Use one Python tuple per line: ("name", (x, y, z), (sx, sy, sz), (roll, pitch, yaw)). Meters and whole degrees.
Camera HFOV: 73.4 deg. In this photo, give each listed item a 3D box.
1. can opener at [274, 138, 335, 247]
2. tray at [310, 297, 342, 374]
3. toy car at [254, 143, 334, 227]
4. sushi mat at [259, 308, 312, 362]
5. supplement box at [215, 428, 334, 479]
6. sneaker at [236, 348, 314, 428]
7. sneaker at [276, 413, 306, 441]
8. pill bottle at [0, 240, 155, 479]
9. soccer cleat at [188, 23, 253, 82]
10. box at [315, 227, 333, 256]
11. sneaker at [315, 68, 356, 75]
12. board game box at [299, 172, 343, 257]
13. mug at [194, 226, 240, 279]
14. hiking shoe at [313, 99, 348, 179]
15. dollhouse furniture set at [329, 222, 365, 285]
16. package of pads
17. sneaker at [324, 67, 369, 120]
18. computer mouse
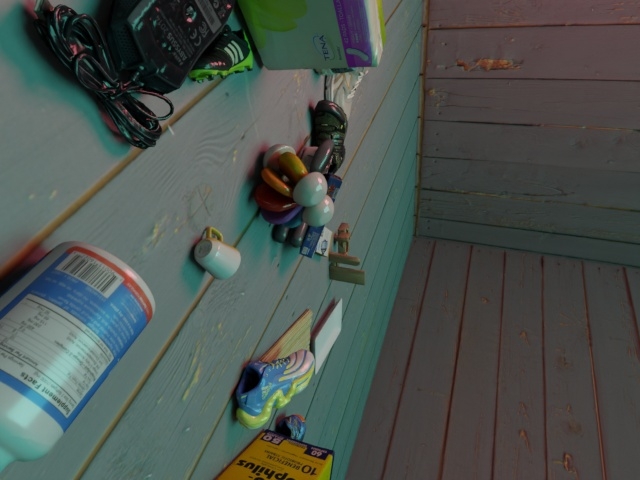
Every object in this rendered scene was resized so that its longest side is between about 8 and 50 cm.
("can opener", (-0.039, -0.120, 1.024), (0.093, 0.074, 0.280), (97, 11, -70))
("tray", (0.019, 0.318, 1.471), (0.270, 0.030, 0.145), (-47, 141, -59))
("toy car", (-0.067, -0.094, 0.888), (0.136, 0.159, 0.182), (-39, 150, -10))
("sushi mat", (-0.090, 0.316, 1.167), (0.316, 0.019, 0.151), (-37, 134, -65))
("supplement box", (-0.122, 0.596, 0.921), (0.356, 0.194, 0.195), (-7, 106, -71))
("sneaker", (-0.099, 0.307, 0.977), (0.240, 0.091, 0.126), (-42, 133, -43))
("sneaker", (-0.108, 0.585, 1.169), (0.087, 0.083, 0.221), (45, 50, -51))
("pill bottle", (-0.265, 0.115, 0.390), (0.124, 0.124, 0.221), (81, 26, -42))
("soccer cleat", (-0.155, -0.283, 0.649), (0.179, 0.060, 0.072), (-62, 145, -59))
("box", (0.000, 0.000, 1.273), (0.136, 0.028, 0.081), (29, 71, -68))
("sneaker", (0.051, -0.542, 1.019), (0.110, 0.122, 0.282), (-57, 150, -52))
("board game box", (0.000, -0.067, 1.076), (0.136, 0.035, 0.201), (-92, -157, -77))
("mug", (-0.181, 0.022, 0.721), (0.062, 0.078, 0.064), (-46, 146, -2))
("hiking shoe", (0.023, -0.255, 1.128), (0.226, 0.086, 0.114), (76, 26, -51))
("dollhouse furniture set", (0.112, 0.043, 1.468), (0.151, 0.123, 0.144), (-56, 149, -52))
("package of pads", (-0.027, -0.411, 0.685), (0.296, 0.229, 0.101), (63, 37, -59))
("sneaker", (0.081, -0.447, 1.157), (0.099, 0.121, 0.262), (-53, 147, -53))
("computer mouse", (-0.199, -0.266, 0.511), (0.272, 0.072, 0.188), (-61, 158, -18))
